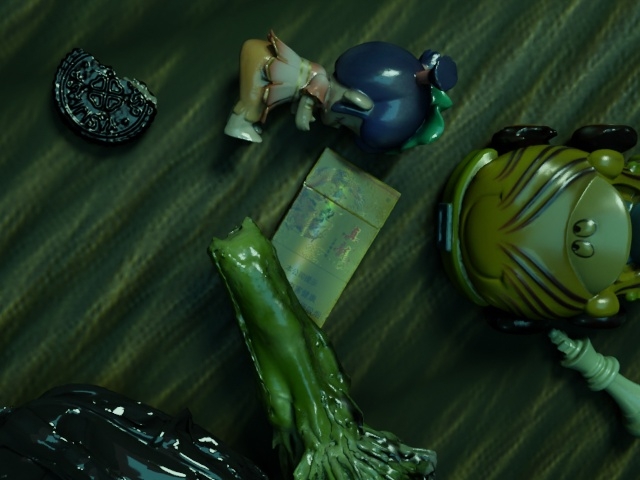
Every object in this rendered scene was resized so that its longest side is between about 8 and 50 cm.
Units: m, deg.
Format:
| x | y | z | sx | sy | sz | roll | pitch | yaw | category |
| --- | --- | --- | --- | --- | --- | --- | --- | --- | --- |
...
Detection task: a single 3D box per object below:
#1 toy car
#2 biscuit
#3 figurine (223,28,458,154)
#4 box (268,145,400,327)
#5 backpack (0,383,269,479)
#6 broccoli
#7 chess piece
| x | y | z | sx | sy | sz | roll | pitch | yaw | category |
| --- | --- | --- | --- | --- | --- | --- | --- | --- | --- |
| 0.239 | -0.008 | 0.596 | 0.247 | 0.142 | 0.201 | -4 | 95 | -10 | toy car |
| -0.190 | -0.126 | 0.578 | 0.087 | 0.027 | 0.089 | -15 | 97 | -6 | biscuit |
| 0.019 | -0.127 | 0.569 | 0.194 | 0.111 | 0.102 | 6 | 115 | -10 | figurine |
| 0.000 | 0.000 | 0.621 | 0.089 | 0.022 | 0.156 | 33 | 91 | -11 | box |
| -0.178 | 0.233 | 0.573 | 0.258 | 0.133 | 0.206 | 32 | 87 | -3 | backpack |
| -0.011 | 0.124 | 0.569 | 0.145 | 0.165 | 0.304 | -27 | 95 | 1 | broccoli |
| 0.288 | 0.136 | 0.667 | 0.149 | 0.059 | 0.059 | 40 | 89 | -4 | chess piece |
